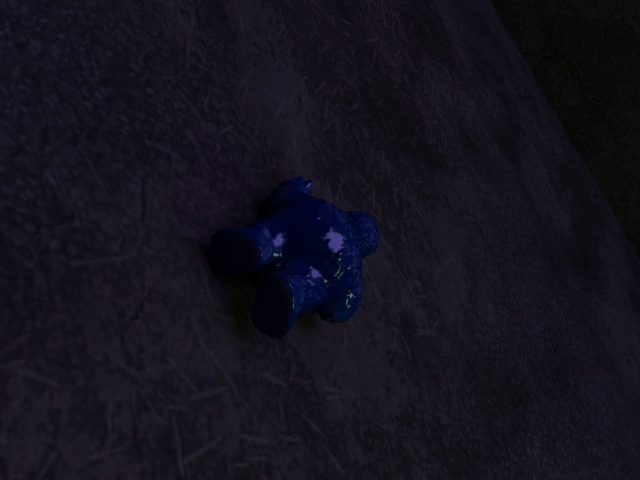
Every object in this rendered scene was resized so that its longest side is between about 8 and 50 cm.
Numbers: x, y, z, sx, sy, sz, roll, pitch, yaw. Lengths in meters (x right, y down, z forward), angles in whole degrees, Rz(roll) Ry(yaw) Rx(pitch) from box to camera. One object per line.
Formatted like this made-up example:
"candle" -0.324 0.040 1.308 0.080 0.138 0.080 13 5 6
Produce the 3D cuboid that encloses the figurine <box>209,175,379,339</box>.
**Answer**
"figurine" 0.001 0.008 0.812 0.164 0.121 0.262 55 30 -6
